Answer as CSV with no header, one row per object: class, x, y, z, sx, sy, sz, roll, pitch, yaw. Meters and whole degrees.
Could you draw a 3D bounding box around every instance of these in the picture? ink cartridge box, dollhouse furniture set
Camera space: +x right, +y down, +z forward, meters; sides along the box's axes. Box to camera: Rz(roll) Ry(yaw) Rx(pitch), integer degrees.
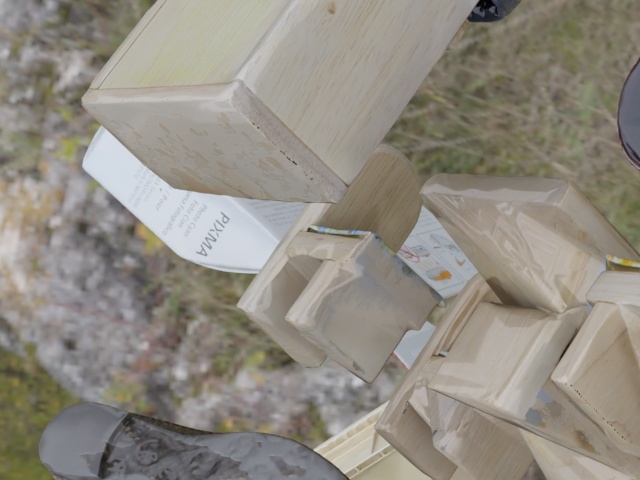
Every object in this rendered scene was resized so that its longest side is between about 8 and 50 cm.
ink cartridge box,0.000,0.000,1.471,0.385,0.308,0.091,43,115,18
dollhouse furniture set,0.120,-0.040,0.775,0.256,0.394,0.362,-55,28,-16

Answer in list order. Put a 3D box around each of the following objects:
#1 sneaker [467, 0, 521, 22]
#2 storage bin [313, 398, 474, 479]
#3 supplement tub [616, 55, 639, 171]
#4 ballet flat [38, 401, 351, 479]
sneaker,0.049,-0.281,1.190,0.321,0.124,0.180,43,118,33
storage bin,0.096,0.340,1.704,0.260,0.123,0.262,-36,101,25
supplement tub,0.309,-0.075,1.053,0.106,0.197,0.106,-22,63,50
ballet flat,-0.070,0.157,0.928,0.249,0.058,0.084,10,59,32
